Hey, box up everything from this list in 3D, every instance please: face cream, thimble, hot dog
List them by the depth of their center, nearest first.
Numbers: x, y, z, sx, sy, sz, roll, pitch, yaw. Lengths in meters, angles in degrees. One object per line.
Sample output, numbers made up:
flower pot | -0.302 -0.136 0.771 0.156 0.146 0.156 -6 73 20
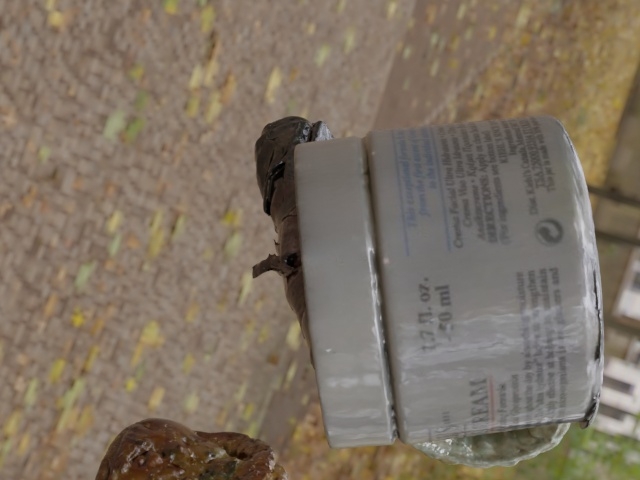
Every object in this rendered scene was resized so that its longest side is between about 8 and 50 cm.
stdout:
face cream | 0.070 0.023 0.804 0.177 0.153 0.177 -6 90 -86
hot dog | -0.184 0.373 2.036 0.387 0.267 0.174 -71 174 -64
thimble | 0.232 0.206 2.183 0.195 0.291 0.291 -88 -177 -45

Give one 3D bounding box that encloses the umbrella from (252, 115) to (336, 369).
umbrella | 0.000 0.000 1.164 0.090 0.094 0.326 -51 -150 23
